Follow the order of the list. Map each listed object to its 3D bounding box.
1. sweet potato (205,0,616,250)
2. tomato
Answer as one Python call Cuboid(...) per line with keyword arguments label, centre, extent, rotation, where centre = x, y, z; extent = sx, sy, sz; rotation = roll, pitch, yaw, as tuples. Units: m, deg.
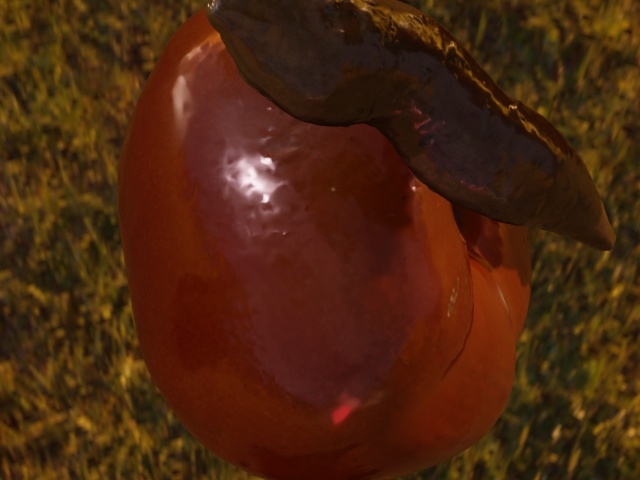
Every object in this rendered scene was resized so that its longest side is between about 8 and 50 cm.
Cuboid(label="sweet potato", centre=(0.045, -0.053, 0.727), extent=(0.218, 0.051, 0.065), rotation=(27, 69, -30))
Cuboid(label="tomato", centre=(0.002, 0.000, 0.909), extent=(0.180, 0.260, 0.260), rotation=(-12, 66, 24))
